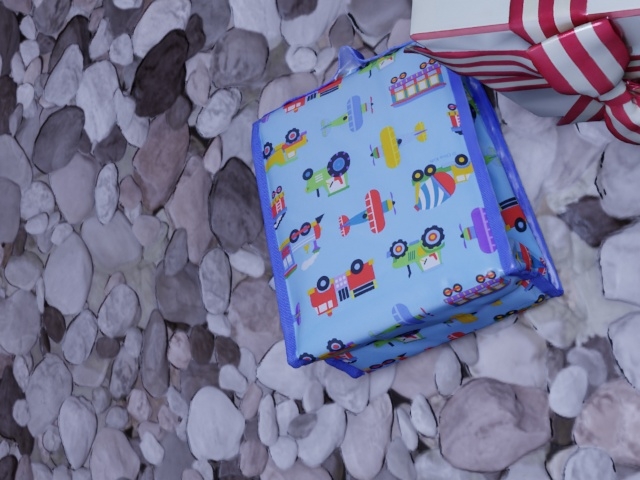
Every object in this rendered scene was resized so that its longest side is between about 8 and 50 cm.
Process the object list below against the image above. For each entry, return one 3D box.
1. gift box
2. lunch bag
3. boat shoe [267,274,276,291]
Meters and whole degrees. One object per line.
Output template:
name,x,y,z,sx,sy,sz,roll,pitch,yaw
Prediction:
gift box,0.215,-0.214,0.852,0.276,0.255,0.258,-2,78,41
lunch bag,0.057,-0.052,1.020,0.221,0.138,0.293,-25,68,23
boat shoe,0.000,0.000,1.133,0.040,0.049,0.142,35,105,-4
